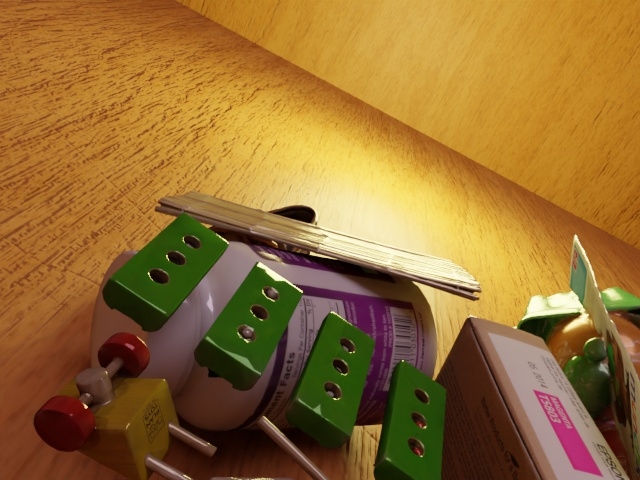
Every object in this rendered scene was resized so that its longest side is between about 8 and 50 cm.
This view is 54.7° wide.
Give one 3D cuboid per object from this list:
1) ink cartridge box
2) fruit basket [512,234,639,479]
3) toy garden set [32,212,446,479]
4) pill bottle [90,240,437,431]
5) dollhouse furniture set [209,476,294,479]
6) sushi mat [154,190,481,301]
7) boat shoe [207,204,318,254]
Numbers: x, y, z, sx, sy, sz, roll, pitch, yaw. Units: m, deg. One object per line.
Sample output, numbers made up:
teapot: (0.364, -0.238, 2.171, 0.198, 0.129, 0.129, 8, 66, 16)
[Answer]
ink cartridge box: (0.150, 0.211, 0.520, 0.088, 0.193, 0.234, 17, 25, -10)
fruit basket: (0.281, 0.204, 0.627, 0.166, 0.326, 0.353, -5, 20, 21)
toy garden set: (-0.037, 0.105, 0.394, 0.244, 0.049, 0.203, 35, 28, -4)
pill bottle: (-0.047, 0.092, 0.584, 0.302, 0.169, 0.169, 12, 28, -37)
dollhouse furniture set: (-0.007, 0.243, 0.364, 0.144, 0.123, 0.151, 14, 26, -32)
sushi mat: (0.000, 0.000, 0.637, 0.317, 0.019, 0.151, 16, 6, 0)
boat shoe: (-0.101, 0.012, 0.747, 0.123, 0.123, 0.342, 38, 24, 20)
